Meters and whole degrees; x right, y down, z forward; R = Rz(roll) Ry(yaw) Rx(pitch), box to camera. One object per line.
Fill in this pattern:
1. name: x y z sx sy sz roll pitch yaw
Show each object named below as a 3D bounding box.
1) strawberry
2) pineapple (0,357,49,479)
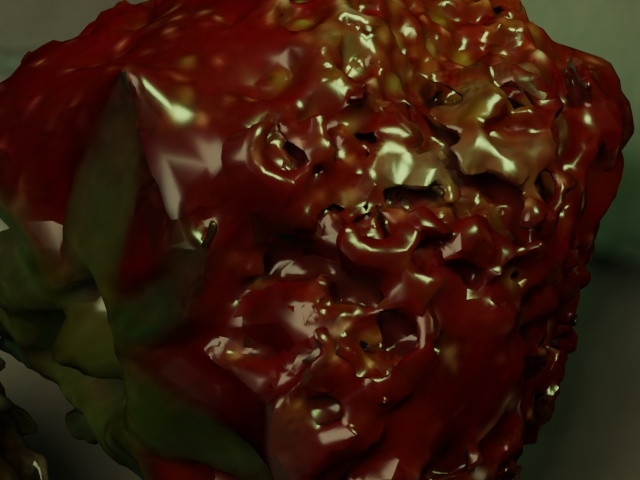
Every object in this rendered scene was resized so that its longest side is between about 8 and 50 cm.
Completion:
1. strawberry: 0.000 0.000 0.541 0.201 0.184 0.187 -35 33 -22
2. pineapple: -0.110 0.176 0.516 0.165 0.165 0.364 -33 60 10
